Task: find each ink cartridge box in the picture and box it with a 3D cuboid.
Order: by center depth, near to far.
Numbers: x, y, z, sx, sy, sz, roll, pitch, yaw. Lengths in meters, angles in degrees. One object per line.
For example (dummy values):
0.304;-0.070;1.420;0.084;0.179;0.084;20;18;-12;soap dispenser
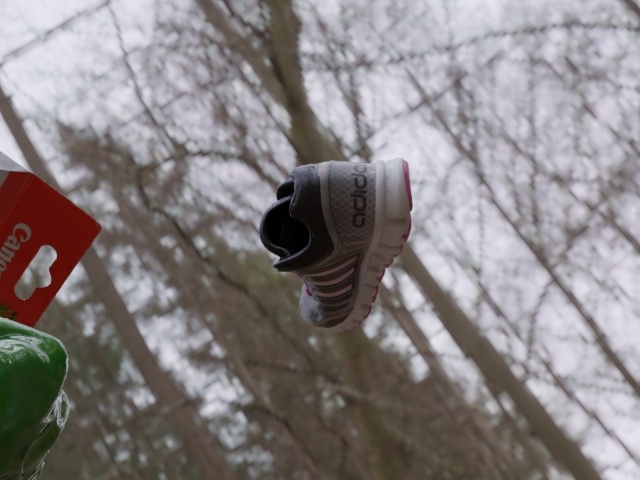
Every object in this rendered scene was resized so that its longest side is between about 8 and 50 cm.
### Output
-0.261;-0.008;1.167;0.145;0.179;0.045;-51;4;34;ink cartridge box

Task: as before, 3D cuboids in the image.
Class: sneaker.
0.000;0.000;0.960;0.075;0.063;0.170;7;-25;-8;sneaker

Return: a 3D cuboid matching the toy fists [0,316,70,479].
-0.222;0.148;0.817;0.279;0.096;0.142;-52;-8;18;toy fists
